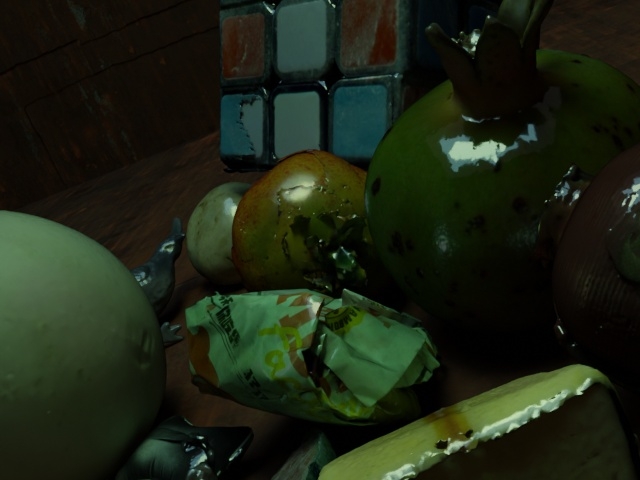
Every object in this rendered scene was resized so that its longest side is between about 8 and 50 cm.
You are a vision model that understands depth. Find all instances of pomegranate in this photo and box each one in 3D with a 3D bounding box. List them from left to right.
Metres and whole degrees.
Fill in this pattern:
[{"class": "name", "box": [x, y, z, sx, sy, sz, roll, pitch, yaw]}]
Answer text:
[{"class": "pomegranate", "box": [0.000, 0.000, 0.881, 0.210, 0.210, 0.235, -27, 15, -10]}, {"class": "pomegranate", "box": [0.163, -0.071, 0.713, 0.291, 0.323, 0.290, -35, 22, 16]}]

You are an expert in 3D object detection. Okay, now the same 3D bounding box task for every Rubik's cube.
[{"class": "Rubik's cube", "box": [0.086, -0.272, 1.085, 0.363, 0.358, 0.362, 4, 5, 44]}]

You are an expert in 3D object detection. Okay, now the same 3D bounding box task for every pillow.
[{"class": "pillow", "box": [-0.129, 0.206, 0.714, 0.136, 0.055, 0.091, -8, 55, 45]}]

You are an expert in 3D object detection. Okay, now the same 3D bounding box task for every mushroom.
[{"class": "mushroom", "box": [-0.134, -0.010, 1.179, 0.127, 0.166, 0.166, 14, -7, -37]}]

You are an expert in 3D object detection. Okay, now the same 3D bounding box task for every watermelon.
[{"class": "watermelon", "box": [-0.029, 0.217, 0.559, 0.139, 0.071, 0.187, -42, -1, 9]}]

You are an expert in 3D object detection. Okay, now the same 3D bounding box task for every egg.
[{"class": "egg", "box": [-0.308, 0.114, 0.754, 0.283, 0.345, 0.283, -6, 57, 10]}]

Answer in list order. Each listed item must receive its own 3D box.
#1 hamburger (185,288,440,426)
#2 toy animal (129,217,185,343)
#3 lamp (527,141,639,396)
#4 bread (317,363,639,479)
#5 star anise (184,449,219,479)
[{"class": "hamburger", "box": [0.015, 0.107, 0.680, 0.214, 0.125, 0.235, 10, -8, 43]}, {"class": "toy animal", "box": [-0.286, 0.111, 1.099, 0.367, 0.081, 0.206, -46, 37, -21]}, {"class": "lamp", "box": [0.266, 0.035, 0.498, 0.258, 0.180, 0.180, 30, 51, 33]}, {"class": "bread", "box": [0.082, 0.130, 0.500, 0.168, 0.163, 0.264, -24, 18, 0]}, {"class": "star anise", "box": [-0.081, 0.260, 0.428, 0.272, 0.102, 0.272, -24, 46, 27]}]
